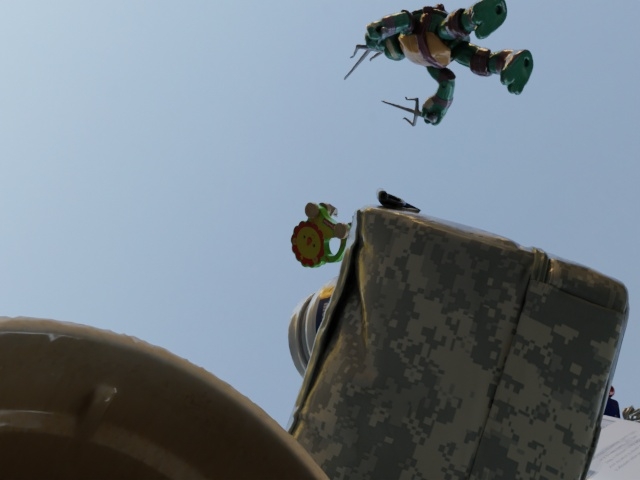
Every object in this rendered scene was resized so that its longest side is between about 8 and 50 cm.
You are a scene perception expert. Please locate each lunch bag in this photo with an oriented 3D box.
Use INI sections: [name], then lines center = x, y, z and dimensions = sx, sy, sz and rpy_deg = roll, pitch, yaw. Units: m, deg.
[lunch bag]
center = 0.114, 0.128, 0.728
dimensions = 0.256, 0.212, 0.305
rpy_deg = 19, -93, -4

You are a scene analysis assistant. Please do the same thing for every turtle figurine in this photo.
[turtle figurine]
center = 0.127, -0.223, 0.891
dimensions = 0.234, 0.175, 0.118
rpy_deg = 9, -107, 52

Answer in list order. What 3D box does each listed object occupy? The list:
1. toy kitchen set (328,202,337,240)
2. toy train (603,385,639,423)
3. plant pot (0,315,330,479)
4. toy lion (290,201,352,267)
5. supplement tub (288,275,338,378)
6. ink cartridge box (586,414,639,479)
[toy kitchen set]
center = 0.030, -0.037, 1.684
dimensions = 0.083, 0.075, 0.068
rpy_deg = 37, -83, 49
[toy train]
center = 0.429, 0.301, 1.254
dimensions = 0.143, 0.248, 0.105
rpy_deg = -29, -133, 47
[plant pot]
center = -0.170, 0.263, 0.401
dimensions = 0.305, 0.334, 0.334
rpy_deg = -53, -127, 22
[toy lion]
center = 0.000, 0.000, 1.080
dimensions = 0.100, 0.034, 0.096
rpy_deg = 35, -65, 35
[supplement tub]
center = 0.117, 0.155, 1.327
dimensions = 0.316, 0.228, 0.228
rpy_deg = -20, -116, 42
[ink cartridge box]
center = 0.336, 0.274, 0.850
dimensions = 0.218, 0.159, 0.092
rpy_deg = -2, -78, 55
